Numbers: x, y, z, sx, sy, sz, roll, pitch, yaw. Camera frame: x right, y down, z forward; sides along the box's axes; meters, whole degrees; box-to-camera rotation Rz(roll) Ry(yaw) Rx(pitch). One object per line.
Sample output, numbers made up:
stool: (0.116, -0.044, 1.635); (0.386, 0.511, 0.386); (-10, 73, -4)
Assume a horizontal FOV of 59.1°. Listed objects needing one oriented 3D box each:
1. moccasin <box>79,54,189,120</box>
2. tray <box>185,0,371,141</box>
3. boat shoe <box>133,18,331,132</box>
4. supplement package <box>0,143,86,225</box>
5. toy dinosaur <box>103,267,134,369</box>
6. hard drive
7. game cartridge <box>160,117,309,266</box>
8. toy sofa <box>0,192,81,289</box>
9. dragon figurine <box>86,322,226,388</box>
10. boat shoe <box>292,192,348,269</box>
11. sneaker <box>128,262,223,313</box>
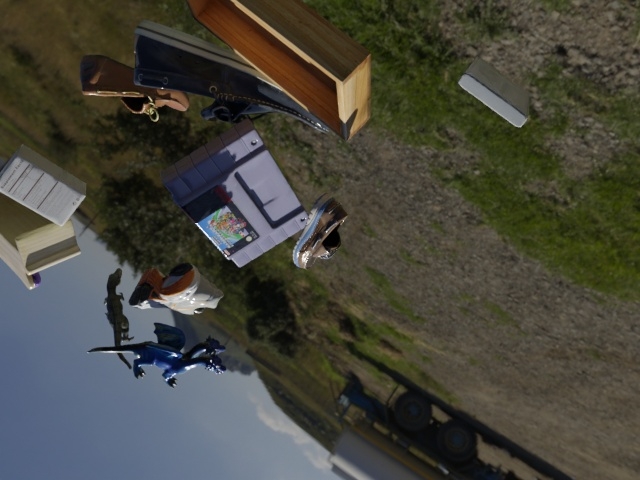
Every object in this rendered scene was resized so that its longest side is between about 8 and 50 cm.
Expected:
moccasin: (-0.552, -0.444, 1.719); (0.139, 0.147, 0.380); (9, -176, 25)
tray: (-0.087, -0.359, 0.974); (0.411, 0.076, 0.203); (41, 171, 14)
boat shoe: (-0.184, -0.322, 1.219); (0.500, 0.156, 0.187); (22, -168, 7)
supplement package: (-0.689, -0.137, 1.398); (0.179, 0.105, 0.105); (37, -173, -29)
toy dinosaur: (-0.526, 0.213, 1.471); (0.118, 0.064, 0.268); (129, 128, -65)
hard drive: (0.499, -0.429, 1.599); (0.203, 0.040, 0.307); (37, -148, 1)
game cartridge: (-0.178, -0.088, 1.288); (0.068, 0.230, 0.355); (53, 177, 38)
toy sofa: (-0.832, -0.033, 1.583); (0.362, 0.150, 0.177); (30, 132, 33)
dragon figurine: (-0.355, 0.244, 1.270); (0.289, 0.144, 0.085); (27, -152, -19)
boat shoe: (0.000, 0.000, 1.043); (0.066, 0.066, 0.183); (38, 140, 16)
sneaker: (-0.318, 0.124, 1.237); (0.262, 0.099, 0.121); (-8, 142, 45)
